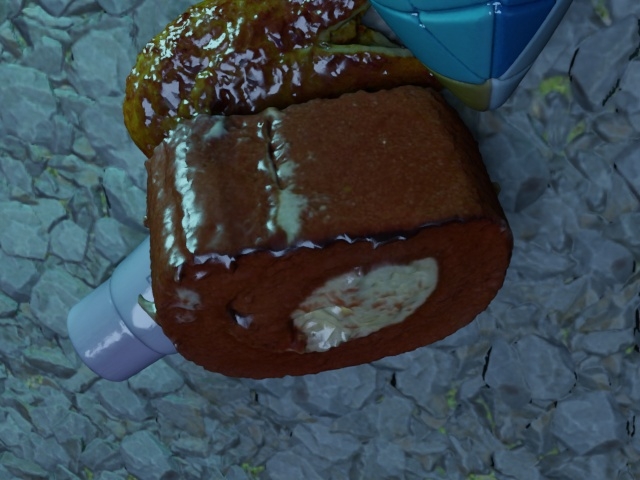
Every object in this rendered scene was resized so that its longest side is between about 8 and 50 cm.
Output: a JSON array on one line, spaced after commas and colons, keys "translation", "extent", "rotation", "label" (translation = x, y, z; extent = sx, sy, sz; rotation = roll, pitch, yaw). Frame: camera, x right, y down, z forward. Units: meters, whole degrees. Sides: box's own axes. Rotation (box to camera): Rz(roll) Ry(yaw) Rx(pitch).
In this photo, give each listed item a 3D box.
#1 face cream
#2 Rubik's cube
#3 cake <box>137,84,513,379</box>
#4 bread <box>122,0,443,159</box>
[{"translation": [-0.107, 0.029, 0.787], "extent": [0.274, 0.096, 0.154], "rotation": [-35, 99, 16], "label": "face cream"}, {"translation": [0.069, -0.194, 0.557], "extent": [0.254, 0.254, 0.254], "rotation": [8, 118, 15], "label": "Rubik's cube"}, {"translation": [0.000, 0.000, 0.654], "extent": [0.283, 0.150, 0.177], "rotation": [-11, 145, -3], "label": "cake"}, {"translation": [-0.040, -0.134, 0.669], "extent": [0.269, 0.095, 0.139], "rotation": [-16, 118, 20], "label": "bread"}]
